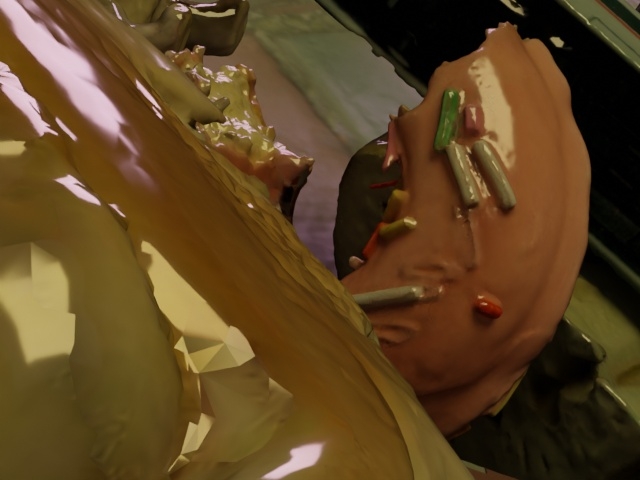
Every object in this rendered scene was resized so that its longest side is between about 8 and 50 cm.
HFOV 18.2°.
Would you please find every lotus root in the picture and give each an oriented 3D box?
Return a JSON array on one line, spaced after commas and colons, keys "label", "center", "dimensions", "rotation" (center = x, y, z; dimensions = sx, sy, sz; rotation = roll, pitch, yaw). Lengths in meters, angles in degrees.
[{"label": "lotus root", "center": [0.104, 0.037, 0.962], "dimensions": [0.119, 0.138, 0.235], "rotation": [-18, 54, -40]}]

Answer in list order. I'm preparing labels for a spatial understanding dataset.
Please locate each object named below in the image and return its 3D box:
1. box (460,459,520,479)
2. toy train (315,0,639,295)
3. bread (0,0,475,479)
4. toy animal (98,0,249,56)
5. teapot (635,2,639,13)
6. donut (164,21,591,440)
[{"label": "box", "center": [0.067, 0.190, 0.778], "dimensions": [0.215, 0.086, 0.215], "rotation": [19, 35, -9]}, {"label": "toy train", "center": [0.172, -0.022, 0.919], "dimensions": [0.407, 0.086, 0.088], "rotation": [44, 28, 12]}, {"label": "bread", "center": [-0.116, 0.028, 0.665], "dimensions": [0.329, 0.245, 0.424], "rotation": [-22, 56, -25]}, {"label": "toy animal", "center": [-0.122, -0.134, 1.060], "dimensions": [0.169, 0.121, 0.233], "rotation": [6, 46, -1]}, {"label": "teapot", "center": [0.275, -0.072, 1.113], "dimensions": [0.300, 0.253, 0.344], "rotation": [11, 29, 38]}, {"label": "donut", "center": [0.000, 0.000, 0.876], "dimensions": [0.085, 0.233, 0.199], "rotation": [29, 61, -59]}]
